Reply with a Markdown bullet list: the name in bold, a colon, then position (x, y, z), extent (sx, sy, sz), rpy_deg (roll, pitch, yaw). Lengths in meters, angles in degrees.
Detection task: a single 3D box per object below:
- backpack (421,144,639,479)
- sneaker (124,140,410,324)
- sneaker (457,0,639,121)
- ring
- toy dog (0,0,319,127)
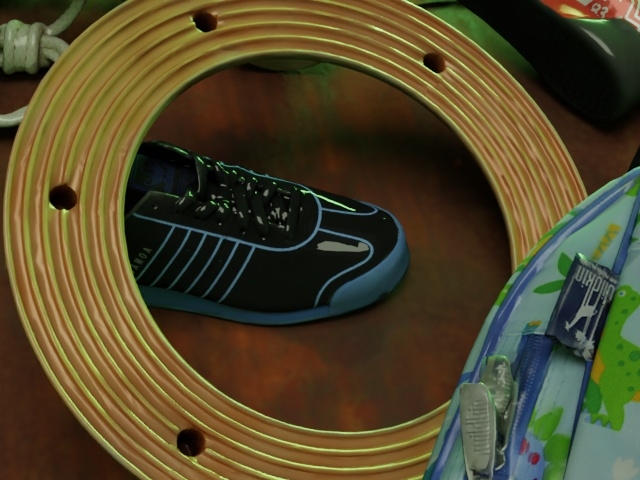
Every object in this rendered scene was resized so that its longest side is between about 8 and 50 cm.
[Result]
- **backpack**: position (0.148, 0.142, 0.496), extent (0.273, 0.290, 0.356), rpy_deg (0, 59, 14)
- **sneaker**: position (-0.065, -0.010, 0.716), extent (0.232, 0.090, 0.081), rpy_deg (0, 52, 3)
- **sneaker**: position (0.158, -0.210, 0.843), extent (0.145, 0.090, 0.270), rpy_deg (-33, 72, -22)
- **ring**: position (0.000, 0.000, 0.677), extent (0.336, 0.032, 0.337), rpy_deg (8, 64, -16)
- **toy dog**: position (-0.120, -0.219, 0.835), extent (0.333, 0.161, 0.220), rpy_deg (-12, 53, -7)
